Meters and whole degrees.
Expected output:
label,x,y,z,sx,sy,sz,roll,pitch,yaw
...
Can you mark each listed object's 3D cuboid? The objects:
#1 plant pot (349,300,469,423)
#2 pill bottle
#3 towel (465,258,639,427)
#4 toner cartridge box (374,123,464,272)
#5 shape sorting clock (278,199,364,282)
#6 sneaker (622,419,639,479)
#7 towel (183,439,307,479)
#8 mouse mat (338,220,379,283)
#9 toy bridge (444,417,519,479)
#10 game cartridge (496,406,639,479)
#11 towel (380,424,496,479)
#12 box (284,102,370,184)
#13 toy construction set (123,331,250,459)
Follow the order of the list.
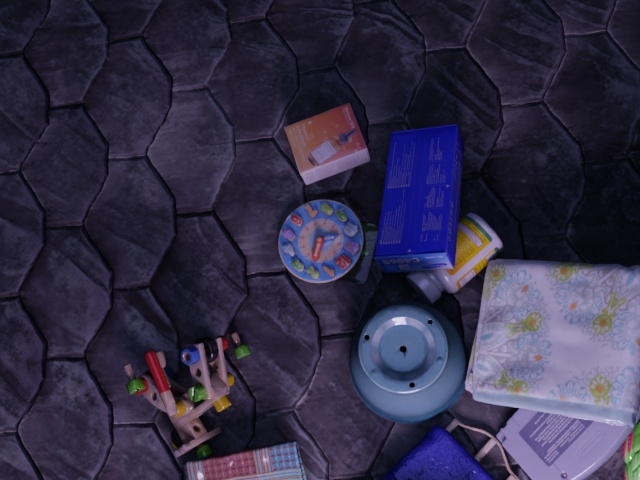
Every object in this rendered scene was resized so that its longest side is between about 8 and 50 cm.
label,x,y,z,sx,sy,sz,roll,pitch,yaw
plant pot,0.184,0.248,1.835,0.272,0.255,0.271,-2,75,8
pill bottle,0.299,0.045,1.943,0.208,0.117,0.117,-41,73,-4
towel,0.488,0.199,1.778,0.375,0.090,0.320,3,77,41
toner cartridge box,0.228,-0.097,1.947,0.165,0.075,0.347,-5,57,24
shape sorting clock,0.000,0.000,2.034,0.206,0.040,0.206,-2,75,8
sneaker,0.776,0.337,1.761,0.202,0.185,0.482,29,85,12
towel,-0.137,0.636,1.854,0.272,0.040,0.370,-13,86,5
mouse mat,0.036,0.015,2.049,0.190,0.007,0.152,12,77,12
toy bridge,0.360,0.455,1.872,0.188,0.026,0.063,42,84,16
game cartridge,0.524,0.375,1.784,0.294,0.060,0.196,-51,49,14
towel,0.222,0.575,1.843,0.308,0.076,0.227,-43,80,-5
box,0.017,-0.232,2.073,0.171,0.091,0.130,-21,73,3
toy construction set,-0.284,0.354,1.869,0.258,0.309,0.237,-27,78,9
